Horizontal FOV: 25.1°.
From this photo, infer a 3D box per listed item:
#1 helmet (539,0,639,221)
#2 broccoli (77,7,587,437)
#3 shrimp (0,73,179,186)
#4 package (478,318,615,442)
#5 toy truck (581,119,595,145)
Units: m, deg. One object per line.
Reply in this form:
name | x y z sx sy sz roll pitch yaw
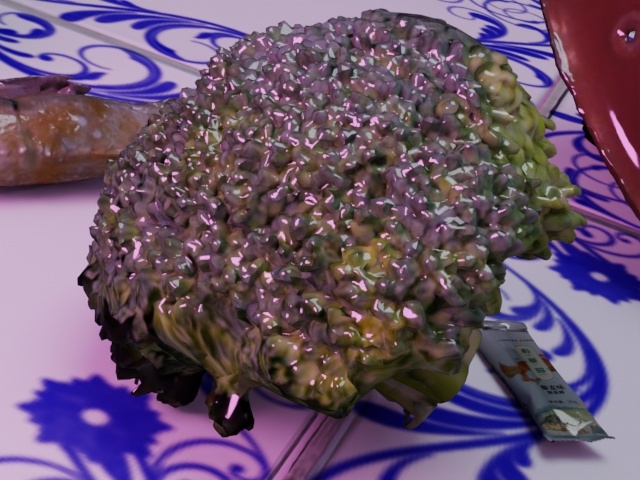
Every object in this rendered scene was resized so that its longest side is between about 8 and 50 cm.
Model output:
helmet | 0.332 -0.136 0.845 0.337 0.230 0.385 -15 66 -37
broccoli | -0.002 -0.002 0.602 0.176 0.226 0.198 42 55 11
shrimp | -0.152 -0.065 0.785 0.223 0.048 0.126 -3 21 -32
package | 0.102 0.067 0.689 0.037 0.015 0.110 0 27 -18
toy truck | 0.314 -0.106 1.052 0.257 0.127 0.127 -5 47 -36
